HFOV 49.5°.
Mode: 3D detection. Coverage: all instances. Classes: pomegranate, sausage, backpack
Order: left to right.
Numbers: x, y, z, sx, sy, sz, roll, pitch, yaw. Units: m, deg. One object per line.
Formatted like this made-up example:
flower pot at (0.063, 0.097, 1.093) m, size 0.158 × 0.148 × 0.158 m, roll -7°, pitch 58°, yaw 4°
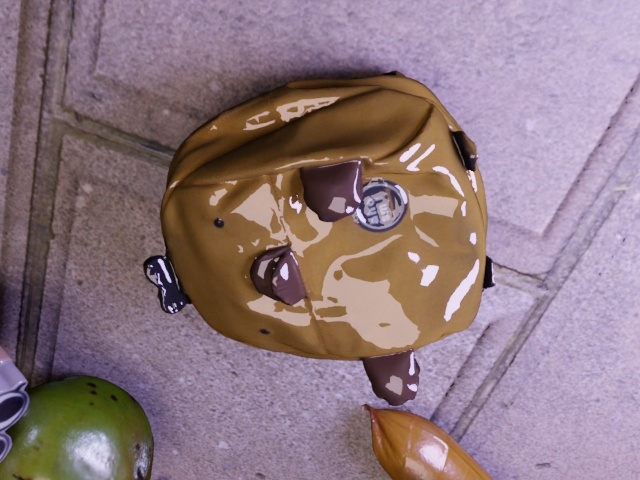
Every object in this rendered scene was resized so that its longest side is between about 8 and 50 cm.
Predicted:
pomegranate at (-0.409, 0.326, 1.037) m, size 0.341 × 0.260 × 0.260 m, roll 10°, pitch 122°, yaw 6°
backpack at (0.001, -0.001, 0.785) m, size 0.378 × 0.201 × 0.353 m, roll -14°, pitch 114°, yaw 14°
sausage at (0.181, 0.353, 1.033) m, size 0.112 × 0.112 × 0.328 m, roll -37°, pitch 107°, yaw 27°

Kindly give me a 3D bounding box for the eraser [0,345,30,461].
eraser at (-0.520, 0.173, 0.947) m, size 0.290 × 0.087 × 0.171 m, roll 36°, pitch 110°, yaw 29°
